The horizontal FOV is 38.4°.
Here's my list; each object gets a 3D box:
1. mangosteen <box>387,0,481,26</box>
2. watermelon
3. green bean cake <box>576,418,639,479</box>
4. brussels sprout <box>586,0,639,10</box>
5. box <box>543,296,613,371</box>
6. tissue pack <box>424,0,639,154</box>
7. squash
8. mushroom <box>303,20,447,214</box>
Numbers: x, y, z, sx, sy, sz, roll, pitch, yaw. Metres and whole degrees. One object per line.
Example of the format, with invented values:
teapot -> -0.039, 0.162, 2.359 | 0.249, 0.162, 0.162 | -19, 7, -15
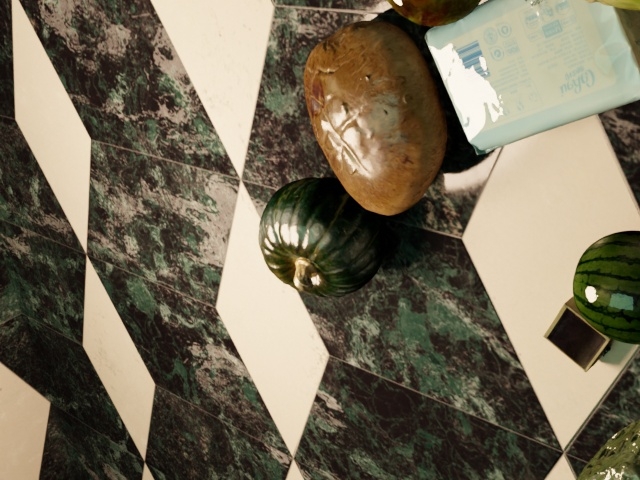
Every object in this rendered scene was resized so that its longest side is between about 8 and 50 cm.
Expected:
mangosteen -> 0.121, -0.413, 0.966 | 0.330, 0.330, 0.330 | 27, 132, 34
watermelon -> 0.402, 0.061, 1.110 | 0.187, 0.141, 0.140 | 11, 123, 28
green bean cake -> 0.423, 0.309, 1.219 | 0.094, 0.173, 0.181 | 48, 144, 11
brussels sprout -> 0.330, -0.323, 0.862 | 0.244, 0.244, 0.244 | 27, 132, 34
box -> 0.364, 0.130, 1.275 | 0.083, 0.035, 0.079 | 41, 139, 23
tissue pack -> 0.268, -0.224, 1.102 | 0.263, 0.089, 0.177 | -17, 100, 50
squash -> 0.001, -0.004, 1.476 | 0.218, 0.172, 0.218 | 30, 136, 34
mushroom -> 0.071, -0.175, 1.308 | 0.278, 0.146, 0.278 | 32, 134, 41
